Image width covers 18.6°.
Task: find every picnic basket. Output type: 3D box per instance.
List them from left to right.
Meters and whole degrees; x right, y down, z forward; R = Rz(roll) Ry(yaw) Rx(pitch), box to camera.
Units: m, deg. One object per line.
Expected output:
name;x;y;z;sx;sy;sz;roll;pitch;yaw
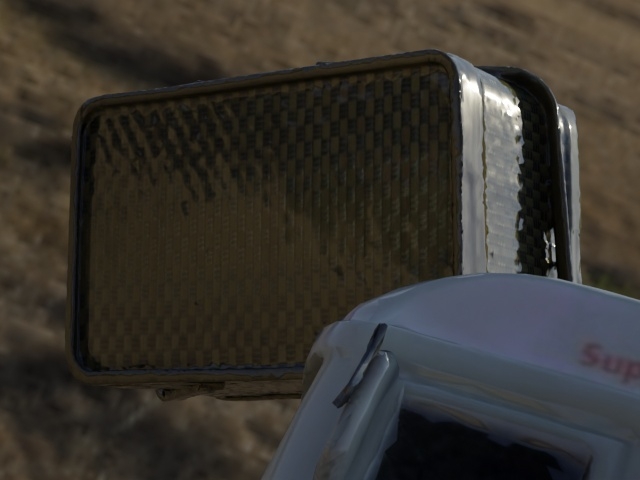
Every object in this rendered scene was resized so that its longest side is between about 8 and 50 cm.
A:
picnic basket;0.000;0.000;1.032;0.267;0.165;0.139;-5;-10;32

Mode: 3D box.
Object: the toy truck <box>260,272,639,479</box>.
toy truck;0.154;0.135;0.438;0.388;0.207;0.173;15;-31;9
